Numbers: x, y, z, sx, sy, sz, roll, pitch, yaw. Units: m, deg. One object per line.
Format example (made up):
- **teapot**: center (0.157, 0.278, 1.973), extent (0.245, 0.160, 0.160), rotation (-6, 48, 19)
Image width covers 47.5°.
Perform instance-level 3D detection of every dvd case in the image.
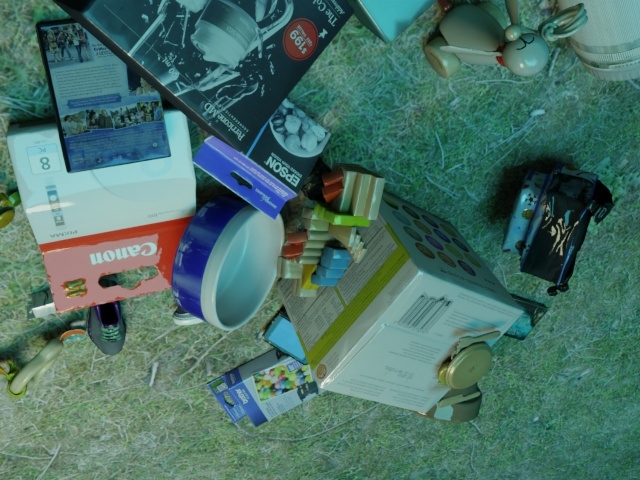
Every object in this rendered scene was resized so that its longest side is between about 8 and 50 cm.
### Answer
- **dvd case**: center (-0.369, -0.254, 1.250), extent (0.180, 0.022, 0.253), rotation (-11, 101, -14)

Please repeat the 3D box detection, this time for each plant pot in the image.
- **plant pot**: center (0.085, -0.497, 1.252), extent (0.165, 0.166, 0.234), rotation (-41, 123, 9)
- **plant pot**: center (0.323, 0.321, 1.928), extent (0.263, 0.263, 0.229), rotation (8, 105, -28)

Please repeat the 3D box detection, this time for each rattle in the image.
- **rattle**: center (-0.620, 0.226, 1.563), extent (0.200, 0.143, 0.130), rotation (-51, 164, 4)

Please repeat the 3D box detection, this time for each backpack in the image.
- **backpack**: center (0.561, -0.056, 1.735), extent (0.263, 0.213, 0.276), rotation (-38, 151, -48)

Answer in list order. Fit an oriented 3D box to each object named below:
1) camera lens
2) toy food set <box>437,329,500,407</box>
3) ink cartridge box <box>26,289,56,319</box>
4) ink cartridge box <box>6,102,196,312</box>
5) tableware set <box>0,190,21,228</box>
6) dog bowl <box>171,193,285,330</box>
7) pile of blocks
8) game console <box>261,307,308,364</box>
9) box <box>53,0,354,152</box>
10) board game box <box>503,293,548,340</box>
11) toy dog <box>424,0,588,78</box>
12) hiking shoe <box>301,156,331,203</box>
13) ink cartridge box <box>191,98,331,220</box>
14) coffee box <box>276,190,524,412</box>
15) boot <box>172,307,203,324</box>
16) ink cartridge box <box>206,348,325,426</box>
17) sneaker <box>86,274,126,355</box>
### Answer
- **camera lens**: center (0.588, -0.483, 1.436), extent (0.219, 0.219, 0.274), rotation (-34, 131, 4)
- **toy food set**: center (0.311, 0.266, 1.565), extent (0.132, 0.038, 0.192), rotation (-7, 124, -29)
- **ink cartridge box**: center (-0.569, 0.129, 1.505), extent (0.083, 0.048, 0.028), rotation (-16, 129, -12)
- **ink cartridge box**: center (-0.386, -0.049, 1.372), extent (0.308, 0.091, 0.385), rotation (-12, 113, -16)
- **tableware set**: center (-0.618, -0.031, 1.353), extent (0.024, 0.104, 0.154), rotation (42, 108, 6)
- **dog bowl**: center (-0.182, 0.042, 1.477), extent (0.265, 0.104, 0.265), rotation (-51, 153, -40)
- **pile of blocks**: center (0.000, 0.000, 1.448), extent (0.112, 0.149, 0.362), rotation (2, 132, -30)
- **game console**: center (-0.048, 0.231, 1.752), extent (0.144, 0.124, 0.085), rotation (33, 68, -15)
- **box**: center (-0.177, -0.375, 1.166), extent (0.312, 0.179, 0.343), rotation (-52, 129, -1)
- **board game box**: center (0.546, 0.216, 2.068), extent (0.186, 0.026, 0.126), rotation (17, 117, -32)
- **toy dog**: center (0.298, -0.399, 1.347), extent (0.220, 0.333, 0.161), rotation (-48, 115, -17)
- **hiking shoe**: center (-0.022, -0.143, 1.496), extent (0.086, 0.114, 0.227), rotation (-45, 130, 10)
- **ink cartridge box**: center (-0.108, -0.178, 1.387), extent (0.206, 0.045, 0.208), rotation (35, 73, -26)
- **coffee box**: center (0.163, 0.129, 1.634), extent (0.337, 0.334, 0.338), rotation (22, 115, -36)
- **boot**: center (-0.247, 0.121, 1.635), extent (0.190, 0.069, 0.086), rotation (-19, 123, -20)
- **ink cartridge box**: center (-0.114, 0.368, 1.875), extent (0.311, 0.065, 0.186), rotation (-25, 130, -2)
- **sneaker**: center (-0.460, 0.180, 1.558), extent (0.083, 0.098, 0.224), rotation (-10, 128, -16)
